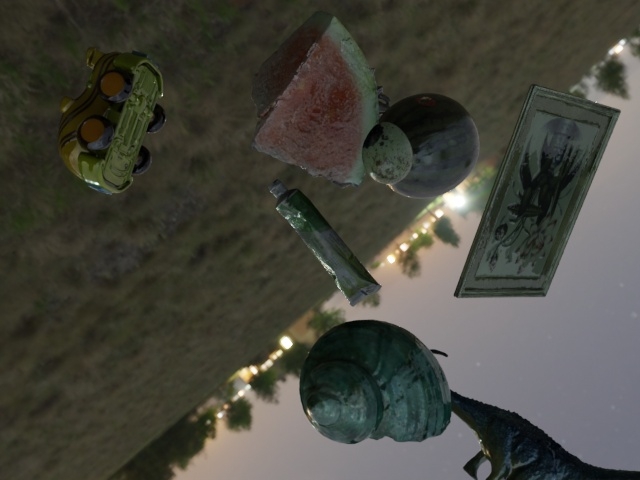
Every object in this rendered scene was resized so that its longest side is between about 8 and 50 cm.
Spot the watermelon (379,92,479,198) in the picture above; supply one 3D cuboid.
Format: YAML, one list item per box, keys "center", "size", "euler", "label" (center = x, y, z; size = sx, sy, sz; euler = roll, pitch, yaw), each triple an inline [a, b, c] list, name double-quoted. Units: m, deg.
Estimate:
- center: [0.201, -0.184, 1.525]
  size: [0.212, 0.212, 0.212]
  euler: [-41, 176, -4]
  label: "watermelon"

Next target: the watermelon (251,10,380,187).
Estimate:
- center: [-0.010, -0.244, 1.409]
  size: [0.232, 0.193, 0.310]
  euler: [-10, 137, 5]
  label: "watermelon"

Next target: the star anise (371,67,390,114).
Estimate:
- center: [0.082, -0.334, 1.885]
  size: [0.182, 0.195, 0.065]
  euler: [-17, -168, 31]
  label: "star anise"

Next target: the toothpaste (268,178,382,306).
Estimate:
- center: [0.000, 0.000, 1.290]
  size: [0.078, 0.248, 0.047]
  euler: [-39, -179, 38]
  label: "toothpaste"

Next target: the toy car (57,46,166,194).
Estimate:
- center: [-0.374, -0.212, 1.350]
  size: [0.200, 0.142, 0.247]
  euler: [60, 49, -76]
  label: "toy car"

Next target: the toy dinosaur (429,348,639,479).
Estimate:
- center: [0.263, 0.290, 1.056]
  size: [0.147, 0.363, 0.076]
  euler: [-60, 152, -2]
  label: "toy dinosaur"

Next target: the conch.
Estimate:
- center: [0.061, 0.192, 1.033]
  size: [0.202, 0.196, 0.134]
  euler: [-30, 134, -30]
  label: "conch"

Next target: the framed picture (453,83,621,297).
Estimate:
- center: [0.234, -0.042, 0.833]
  size: [0.173, 0.010, 0.231]
  euler: [2, 112, -41]
  label: "framed picture"

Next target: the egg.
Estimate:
- center: [0.110, -0.146, 1.294]
  size: [0.085, 0.110, 0.085]
  euler: [-6, 162, -2]
  label: "egg"
